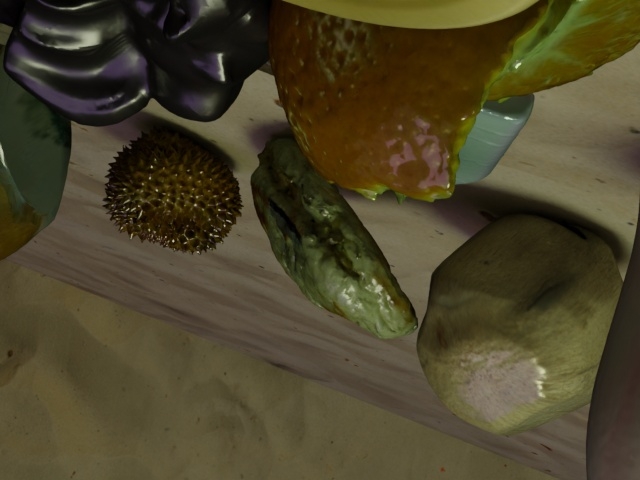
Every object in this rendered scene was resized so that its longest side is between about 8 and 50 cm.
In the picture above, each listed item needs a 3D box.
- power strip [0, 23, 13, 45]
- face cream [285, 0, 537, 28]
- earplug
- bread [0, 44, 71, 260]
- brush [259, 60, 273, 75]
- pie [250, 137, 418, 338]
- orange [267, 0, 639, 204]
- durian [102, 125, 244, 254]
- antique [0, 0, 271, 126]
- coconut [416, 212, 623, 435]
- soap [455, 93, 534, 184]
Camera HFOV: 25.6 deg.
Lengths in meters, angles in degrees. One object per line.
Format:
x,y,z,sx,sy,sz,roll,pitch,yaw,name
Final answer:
-0.286,-0.231,1.143,0.105,0.070,0.257,19,168,11,power strip
0.013,-0.205,0.508,0.218,0.179,0.218,20,167,5,face cream
0.277,0.092,1.030,0.172,0.301,0.172,19,167,5,earplug
-0.403,-0.134,1.376,0.264,0.239,0.395,13,164,17,bread
-0.020,-0.134,1.186,0.248,0.036,0.043,21,163,4,brush
0.000,0.000,1.392,0.201,0.090,0.248,59,174,-35,pie
0.072,-0.129,0.691,0.158,0.237,0.179,54,145,-1,orange
-0.165,-0.054,1.557,0.168,0.137,0.158,14,-167,-33,durian
-0.145,-0.200,0.752,0.322,0.185,0.255,34,167,30,antique
0.200,0.076,1.348,0.224,0.224,0.224,20,167,5,coconut
0.072,-0.108,1.021,0.145,0.091,0.230,21,166,1,soap
